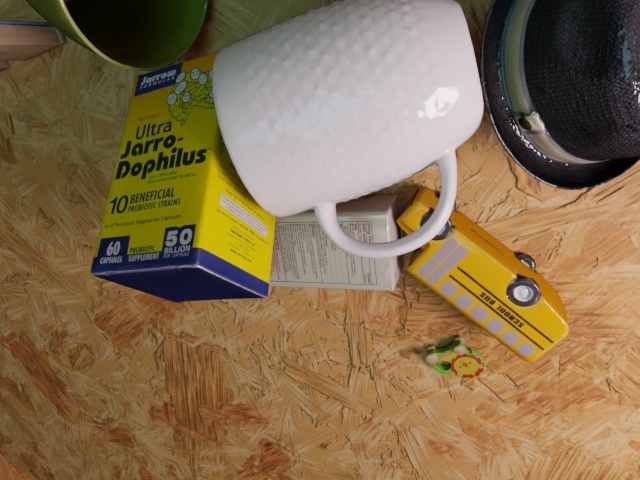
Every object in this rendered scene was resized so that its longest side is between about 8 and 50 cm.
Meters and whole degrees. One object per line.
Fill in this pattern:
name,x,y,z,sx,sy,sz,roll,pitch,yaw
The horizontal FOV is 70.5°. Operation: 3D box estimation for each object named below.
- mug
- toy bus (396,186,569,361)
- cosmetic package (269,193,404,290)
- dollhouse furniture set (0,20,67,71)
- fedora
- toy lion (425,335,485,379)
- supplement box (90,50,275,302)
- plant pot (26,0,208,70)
mug,0.066,-0.159,0.669,0.328,0.276,0.374,-14,87,18
toy bus,0.272,0.053,0.795,0.333,0.108,0.130,37,121,1
cosmetic package,0.000,0.000,0.860,0.296,0.129,0.153,2,111,20
dollhouse furniture set,-0.705,-0.499,0.865,0.286,0.198,0.303,-8,108,23
fedora,0.364,-0.218,0.548,0.334,0.152,0.334,-4,105,-15
toy lion,0.278,0.246,0.921,0.100,0.034,0.096,-27,108,28
supplement box,-0.200,-0.093,0.753,0.194,0.195,0.356,-6,68,22
plant pot,-0.389,-0.454,0.755,0.294,0.275,0.274,24,119,28
